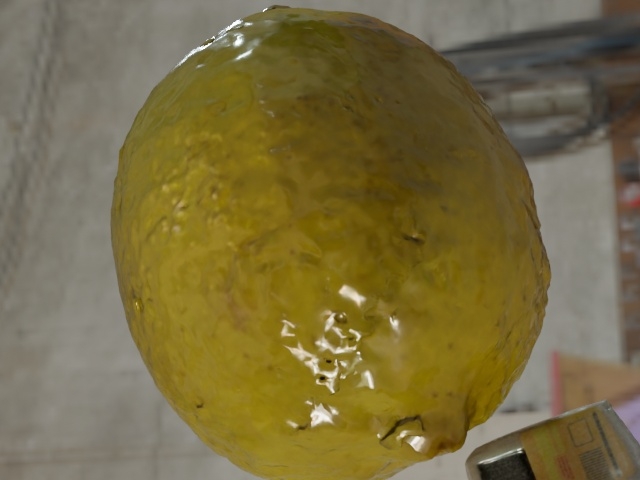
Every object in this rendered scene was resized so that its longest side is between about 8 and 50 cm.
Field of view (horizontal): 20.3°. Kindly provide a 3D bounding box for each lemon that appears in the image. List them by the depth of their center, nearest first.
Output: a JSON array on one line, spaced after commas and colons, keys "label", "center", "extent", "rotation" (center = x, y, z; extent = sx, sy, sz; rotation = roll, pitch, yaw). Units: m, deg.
[{"label": "lemon", "center": [0.000, 0.000, 1.090], "extent": [0.268, 0.268, 0.322], "rotation": [70, -179, -54]}]

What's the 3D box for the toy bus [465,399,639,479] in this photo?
[{"label": "toy bus", "center": [0.185, 0.254, 1.035], "extent": [0.097, 0.138, 0.342], "rotation": [66, -172, -50]}]
